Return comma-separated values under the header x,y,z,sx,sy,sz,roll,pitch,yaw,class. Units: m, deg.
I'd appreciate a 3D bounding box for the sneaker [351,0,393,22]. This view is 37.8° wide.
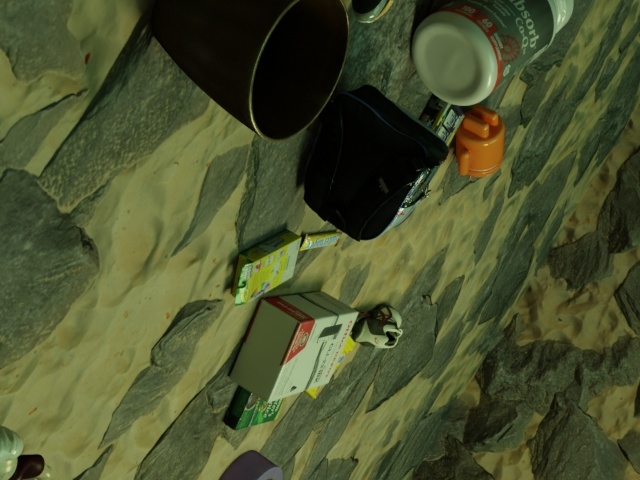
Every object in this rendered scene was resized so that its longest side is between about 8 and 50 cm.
x,y,z,sx,sy,sz,roll,pitch,yaw,class
0.092,-0.491,1.640,0.083,0.084,0.214,-5,111,-58,sneaker

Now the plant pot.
x,y,z,sx,sy,sz,roll,pitch,yaw,class
-0.115,-0.280,1.290,0.215,0.230,0.215,-44,150,-33,plant pot

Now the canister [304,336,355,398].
x,y,z,sx,sy,sz,roll,pitch,yaw,class
0.001,0.292,2.282,0.170,0.073,0.126,-54,153,-11,canister

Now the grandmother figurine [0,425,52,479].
x,y,z,sx,sy,sz,roll,pitch,yaw,class
-0.500,0.408,1.451,0.208,0.104,0.342,-46,155,-47,grandmother figurine

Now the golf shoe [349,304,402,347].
x,y,z,sx,sy,sz,roll,pitch,yaw,class
0.165,0.244,2.482,0.273,0.120,0.105,-4,118,-62,golf shoe

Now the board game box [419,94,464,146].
x,y,z,sx,sy,sz,roll,pitch,yaw,class
0.273,-0.257,2.245,0.170,0.048,0.141,-61,157,0,board game box

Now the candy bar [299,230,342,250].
x,y,z,sx,sy,sz,roll,pitch,yaw,class
0.000,0.000,2.041,0.161,0.018,0.040,-6,122,-59,candy bar

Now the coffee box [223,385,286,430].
x,y,z,sx,sy,sz,roll,pitch,yaw,class
-0.138,0.366,2.136,0.184,0.040,0.113,7,110,-63,coffee box

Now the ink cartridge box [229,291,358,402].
x,y,z,sx,sy,sz,roll,pitch,yaw,class
-0.052,0.228,2.066,0.273,0.114,0.197,-3,119,-62,ink cartridge box

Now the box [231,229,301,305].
x,y,z,sx,sy,sz,roll,pitch,yaw,class
-0.114,0.055,1.860,0.179,0.043,0.105,-31,142,-51,box

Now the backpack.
x,y,z,sx,sy,sz,roll,pitch,yaw,class
0.098,-0.143,1.828,0.213,0.276,0.263,-16,143,-54,backpack

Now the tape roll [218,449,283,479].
x,y,z,sx,sy,sz,roll,pitch,yaw,class
-0.180,0.611,2.268,0.189,0.080,0.189,-42,149,-33,tape roll

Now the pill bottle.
x,y,z,sx,sy,sz,roll,pitch,yaw,class
0.381,-0.460,2.029,0.363,0.210,0.210,-39,147,-33,pill bottle

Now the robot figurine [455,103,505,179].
x,y,z,sx,sy,sz,roll,pitch,yaw,class
0.413,-0.252,2.415,0.219,0.128,0.158,79,8,-53,robot figurine
